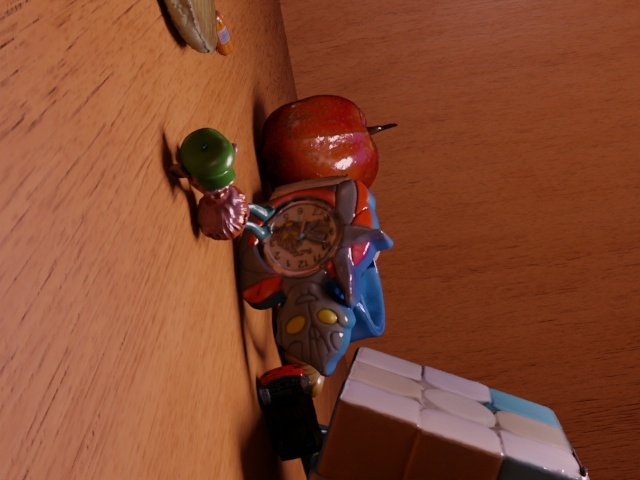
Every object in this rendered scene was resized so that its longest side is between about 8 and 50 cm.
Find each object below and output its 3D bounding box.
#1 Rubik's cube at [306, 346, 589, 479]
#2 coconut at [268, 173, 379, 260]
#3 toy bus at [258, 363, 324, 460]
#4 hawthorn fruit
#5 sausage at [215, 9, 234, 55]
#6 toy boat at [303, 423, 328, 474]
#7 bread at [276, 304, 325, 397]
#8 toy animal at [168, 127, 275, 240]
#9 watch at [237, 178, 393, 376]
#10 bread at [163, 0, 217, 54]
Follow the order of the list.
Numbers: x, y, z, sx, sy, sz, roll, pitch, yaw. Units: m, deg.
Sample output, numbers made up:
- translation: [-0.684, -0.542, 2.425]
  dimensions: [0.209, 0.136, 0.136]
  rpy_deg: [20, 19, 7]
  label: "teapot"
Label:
- translation: [0.152, 0.391, 1.276]
  dimensions: [0.347, 0.347, 0.344]
  rpy_deg: [-22, 130, -81]
  label: "Rubik's cube"
- translation: [-0.001, 0.000, 1.649]
  dimensions: [0.227, 0.227, 0.230]
  rpy_deg: [-83, 163, -75]
  label: "coconut"
- translation: [-0.050, 0.268, 1.418]
  dimensions: [0.089, 0.081, 0.195]
  rpy_deg: [-109, -174, -53]
  label: "toy bus"
- translation: [0.025, -0.192, 1.826]
  dimensions: [0.254, 0.300, 0.254]
  rpy_deg: [160, -90, -89]
  label: "hawthorn fruit"
- translation: [-0.165, -0.342, 1.415]
  dimensions: [0.107, 0.031, 0.031]
  rpy_deg: [72, 10, -68]
  label: "sausage"
- translation: [0.014, 0.454, 1.782]
  dimensions: [0.246, 0.093, 0.103]
  rpy_deg: [78, -2, -45]
  label: "toy boat"
- translation: [-0.036, 0.205, 1.705]
  dimensions: [0.134, 0.081, 0.225]
  rpy_deg: [-85, 168, -52]
  label: "bread"
- translation: [-0.124, -0.064, 1.066]
  dimensions: [0.103, 0.100, 0.208]
  rpy_deg: [59, 2, 28]
  label: "toy animal"
- translation: [0.020, 0.080, 1.394]
  dimensions: [0.274, 0.242, 0.305]
  rpy_deg: [49, 32, -65]
  label: "watch"
- translation: [-0.185, -0.375, 1.146]
  dimensions: [0.267, 0.041, 0.266]
  rpy_deg: [-9, 90, -86]
  label: "bread"
